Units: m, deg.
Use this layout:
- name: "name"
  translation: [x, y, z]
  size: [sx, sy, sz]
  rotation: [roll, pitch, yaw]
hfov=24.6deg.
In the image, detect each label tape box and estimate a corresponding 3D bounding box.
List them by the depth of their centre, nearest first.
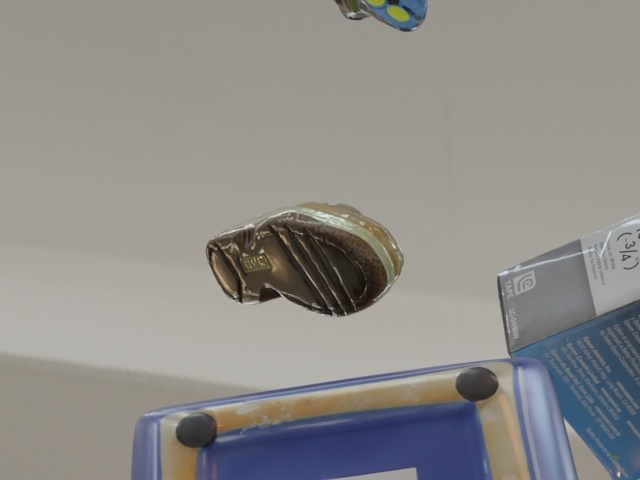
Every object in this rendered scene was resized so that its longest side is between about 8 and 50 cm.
- name: "label tape box"
  translation: [0.363, 0.071, 1.314]
  size: [0.333, 0.106, 0.241]
  rotation: [-24, -49, 21]

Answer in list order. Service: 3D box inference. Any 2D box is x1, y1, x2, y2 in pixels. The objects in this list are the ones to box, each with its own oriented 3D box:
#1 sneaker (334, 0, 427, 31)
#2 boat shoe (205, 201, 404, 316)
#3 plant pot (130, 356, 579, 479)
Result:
- name: "sneaker"
  translation: [0.052, -0.252, 1.454]
  size: [0.067, 0.188, 0.078]
  rotation: [-40, -48, -8]
- name: "boat shoe"
  translation: [0.000, 0.000, 0.889]
  size: [0.190, 0.072, 0.068]
  rotation: [4, -61, 58]
- name: "plant pot"
  translation: [0.025, 0.190, 0.686]
  size: [0.235, 0.236, 0.212]
  rotation: [-8, -40, 4]
